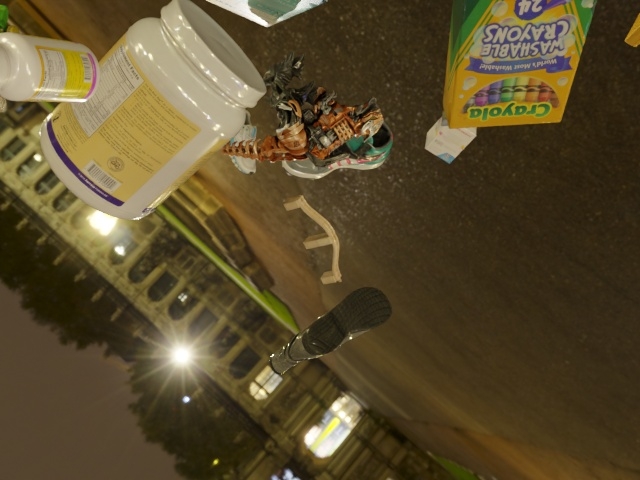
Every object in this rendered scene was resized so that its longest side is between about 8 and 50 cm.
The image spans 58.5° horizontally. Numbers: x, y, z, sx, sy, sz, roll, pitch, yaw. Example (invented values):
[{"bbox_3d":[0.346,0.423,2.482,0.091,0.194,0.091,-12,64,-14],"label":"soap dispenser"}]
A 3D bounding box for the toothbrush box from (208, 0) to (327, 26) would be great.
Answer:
[{"bbox_3d":[-0.124,-0.506,1.031,0.217,0.126,0.295,15,-175,-29],"label":"toothbrush box"}]

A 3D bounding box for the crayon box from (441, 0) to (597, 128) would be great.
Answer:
[{"bbox_3d":[0.324,-0.306,0.973,0.322,0.203,0.083,83,-175,-49],"label":"crayon box"}]

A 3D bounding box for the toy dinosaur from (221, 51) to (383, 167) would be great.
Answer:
[{"bbox_3d":[-0.044,-0.242,1.162,0.164,0.322,0.218,116,142,-69],"label":"toy dinosaur"}]

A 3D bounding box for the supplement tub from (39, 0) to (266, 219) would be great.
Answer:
[{"bbox_3d":[-0.281,-0.220,0.979,0.241,0.331,0.241,46,-163,-18],"label":"supplement tub"}]

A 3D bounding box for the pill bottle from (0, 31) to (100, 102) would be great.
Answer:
[{"bbox_3d":[-0.194,-0.116,0.387,0.043,0.043,0.083,41,-158,9],"label":"pill bottle"}]

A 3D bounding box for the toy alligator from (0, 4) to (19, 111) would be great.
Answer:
[{"bbox_3d":[-0.581,-0.327,1.022,0.056,0.189,0.051,7,-172,-3],"label":"toy alligator"}]

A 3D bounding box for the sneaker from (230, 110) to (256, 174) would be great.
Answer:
[{"bbox_3d":[-0.207,-0.276,1.580,0.071,0.083,0.190,1,-112,-51],"label":"sneaker"}]

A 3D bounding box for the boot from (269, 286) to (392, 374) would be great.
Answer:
[{"bbox_3d":[0.016,0.177,1.135,0.161,0.247,0.083,-37,78,48],"label":"boot"}]

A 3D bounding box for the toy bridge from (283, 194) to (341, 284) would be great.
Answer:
[{"bbox_3d":[0.000,0.000,1.067,0.063,0.026,0.188,-13,114,31],"label":"toy bridge"}]

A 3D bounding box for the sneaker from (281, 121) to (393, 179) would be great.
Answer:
[{"bbox_3d":[0.059,-0.241,1.428,0.178,0.296,0.123,125,130,-62],"label":"sneaker"}]

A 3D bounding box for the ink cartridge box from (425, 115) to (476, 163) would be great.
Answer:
[{"bbox_3d":[0.387,-0.317,1.666,0.092,0.089,0.143,30,134,-12],"label":"ink cartridge box"}]

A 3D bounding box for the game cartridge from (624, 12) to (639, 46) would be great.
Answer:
[{"bbox_3d":[0.965,-0.708,1.506,0.053,0.323,0.285,31,171,4],"label":"game cartridge"}]
